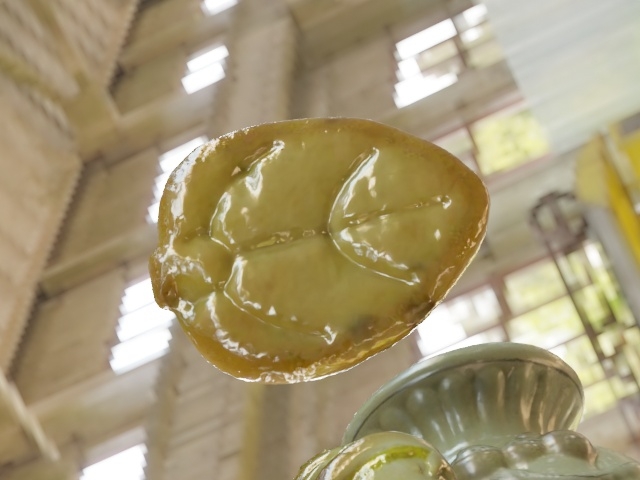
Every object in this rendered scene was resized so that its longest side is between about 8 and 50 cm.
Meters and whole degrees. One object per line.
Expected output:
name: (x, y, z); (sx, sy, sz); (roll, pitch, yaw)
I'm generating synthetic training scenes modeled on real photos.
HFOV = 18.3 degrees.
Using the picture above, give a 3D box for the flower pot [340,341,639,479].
flower pot: (0.143, 0.235, 1.604); (0.307, 0.307, 0.244); (53, -166, -49)

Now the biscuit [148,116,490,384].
biscuit: (-0.001, -0.002, 1.474); (0.041, 0.260, 0.203); (73, -177, -73)

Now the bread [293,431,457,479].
bread: (0.021, 0.218, 1.147); (0.104, 0.213, 0.213); (5, -132, -25)
